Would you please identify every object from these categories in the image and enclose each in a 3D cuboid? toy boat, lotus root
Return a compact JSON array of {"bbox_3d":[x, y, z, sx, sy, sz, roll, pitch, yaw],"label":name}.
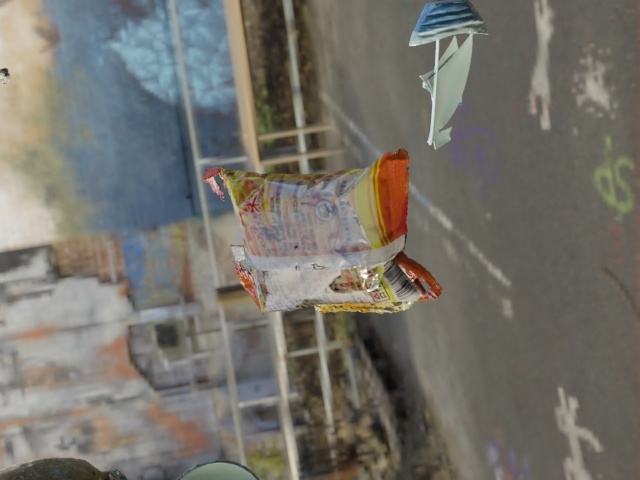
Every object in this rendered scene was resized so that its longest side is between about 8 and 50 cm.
[{"bbox_3d":[0.132,-0.169,1.156,0.034,0.105,0.149,19,139,44],"label":"toy boat"},{"bbox_3d":[-0.466,0.431,1.827,0.175,0.350,0.175,11,103,52],"label":"lotus root"}]

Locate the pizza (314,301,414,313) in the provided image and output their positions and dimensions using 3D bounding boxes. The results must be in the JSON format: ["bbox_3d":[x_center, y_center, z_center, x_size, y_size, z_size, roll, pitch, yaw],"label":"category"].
[{"bbox_3d":[0.025,0.055,2.118,0.229,0.290,0.081,-43,-20,-57],"label":"pizza"}]

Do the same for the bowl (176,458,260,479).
[{"bbox_3d":[-0.189,0.530,2.261,0.112,0.211,0.211,68,-172,-65],"label":"bowl"}]

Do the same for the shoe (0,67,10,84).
[{"bbox_3d":[-0.419,-0.173,1.260,0.089,0.180,0.092,97,-167,-51],"label":"shoe"}]

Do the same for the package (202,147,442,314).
[{"bbox_3d":[-0.003,-0.006,1.549,0.108,0.288,0.223,-55,-46,-61],"label":"package"}]
